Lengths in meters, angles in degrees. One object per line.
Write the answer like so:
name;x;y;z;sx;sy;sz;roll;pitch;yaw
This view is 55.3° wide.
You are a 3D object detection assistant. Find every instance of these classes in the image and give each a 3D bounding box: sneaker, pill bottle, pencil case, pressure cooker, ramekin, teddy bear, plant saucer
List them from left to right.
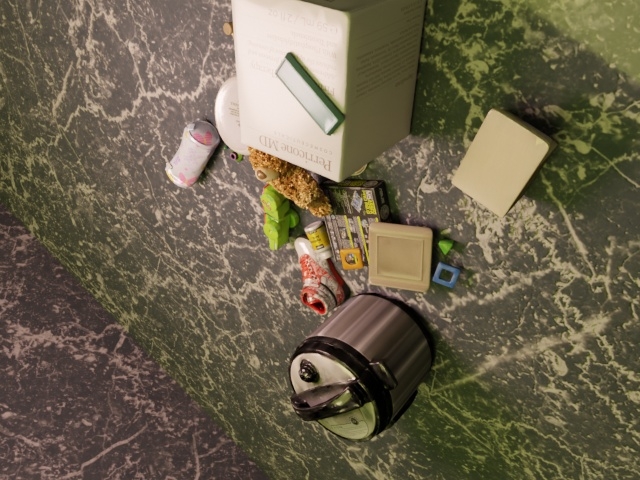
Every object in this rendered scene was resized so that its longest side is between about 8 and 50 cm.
pencil case;-0.451;-0.302;2.147;0.124;0.113;0.273;33;139;-11
ramekin;-0.195;-0.371;1.793;0.273;0.127;0.273;14;111;39
teddy bear;-0.091;-0.165;1.739;0.245;0.113;0.338;43;178;21
plant saucer;-0.028;-0.316;1.331;0.192;0.018;0.067;51;139;3
sneaker;-0.027;0.117;2.024;0.270;0.145;0.090;54;139;-1
pill bottle;0.000;0.000;1.980;0.065;0.065;0.116;-12;109;46
pressure cooker;0.103;0.407;1.897;0.375;0.420;0.370;25;131;27

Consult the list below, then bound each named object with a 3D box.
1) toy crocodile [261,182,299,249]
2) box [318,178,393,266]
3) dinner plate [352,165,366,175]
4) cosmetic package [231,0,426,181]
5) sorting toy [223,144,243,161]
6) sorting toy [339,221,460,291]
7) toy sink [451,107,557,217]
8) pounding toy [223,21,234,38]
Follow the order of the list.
toy crocodile;-0.143;-0.107;1.984;0.105;0.115;0.341;30;142;25
box;0.115;-0.050;1.845;0.216;0.060;0.270;6;121;40
dinner plate;0.081;-0.255;1.766;0.141;0.017;0.141;22;130;30
cosmetic package;0.021;-0.418;1.475;0.329;0.327;0.394;25;133;28
sorting toy;-0.293;-0.306;2.055;0.061;0.042;0.102;34;136;21
sorting toy;0.228;0.042;1.752;0.347;0.047;0.196;7;116;17
toy sink;0.432;-0.198;1.399;0.153;0.131;0.234;38;141;17
pounding toy;-0.167;-0.580;1.710;0.206;0.094;0.181;29;133;26
